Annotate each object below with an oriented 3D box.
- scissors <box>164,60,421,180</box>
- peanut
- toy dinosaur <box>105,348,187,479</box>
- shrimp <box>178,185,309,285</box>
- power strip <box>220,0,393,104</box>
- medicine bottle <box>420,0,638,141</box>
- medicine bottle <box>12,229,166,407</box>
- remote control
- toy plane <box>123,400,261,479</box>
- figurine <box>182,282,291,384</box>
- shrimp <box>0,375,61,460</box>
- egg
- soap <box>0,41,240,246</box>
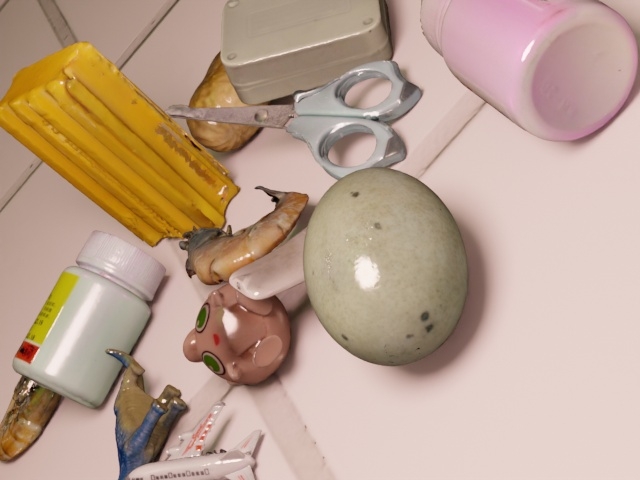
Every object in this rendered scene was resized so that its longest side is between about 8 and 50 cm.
[{"bbox_3d":[-0.049,-0.164,1.432,0.360,0.029,0.191,6,62,21],"label":"scissors"},{"bbox_3d":[-0.119,-0.235,1.646,0.120,0.110,0.236,-36,24,59],"label":"peanut"},{"bbox_3d":[-0.257,0.256,1.397,0.188,0.075,0.248,-54,40,5],"label":"toy dinosaur"},{"bbox_3d":[-0.102,-0.014,1.415,0.178,0.075,0.289,-36,7,-11],"label":"shrimp"},{"bbox_3d":[-0.027,-0.339,1.546,0.230,0.141,0.261,-13,45,11],"label":"power strip"},{"bbox_3d":[0.217,-0.219,1.188,0.152,0.152,0.254,-47,34,9],"label":"medicine bottle"},{"bbox_3d":[-0.323,0.112,1.538,0.139,0.139,0.225,8,66,52],"label":"medicine bottle"},{"bbox_3d":[0.000,0.000,1.258,0.229,0.044,0.073,-27,34,-23],"label":"remote control"},{"bbox_3d":[-0.147,0.267,1.250,0.171,0.065,0.162,-20,45,23],"label":"toy plane"},{"bbox_3d":[-0.097,0.110,1.289,0.138,0.125,0.125,-20,44,59],"label":"figurine"},{"bbox_3d":[-0.433,0.230,1.649,0.217,0.051,0.150,-54,27,5],"label":"shrimp"},{"bbox_3d":[0.066,0.023,1.130,0.169,0.169,0.236,-34,35,26],"label":"egg"},{"bbox_3d":[-0.285,-0.129,1.555,0.204,0.324,0.096,-9,48,45],"label":"soap"}]
